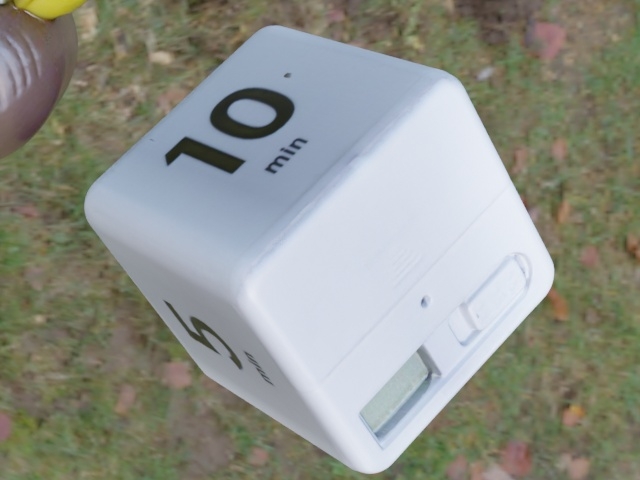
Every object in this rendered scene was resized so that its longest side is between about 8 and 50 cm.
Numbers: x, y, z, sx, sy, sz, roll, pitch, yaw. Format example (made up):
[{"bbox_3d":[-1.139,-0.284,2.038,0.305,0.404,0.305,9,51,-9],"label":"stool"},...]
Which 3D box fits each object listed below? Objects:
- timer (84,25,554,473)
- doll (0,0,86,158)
[{"bbox_3d":[0.000,0.000,0.938,0.192,0.195,0.194,-45,129,-17],"label":"timer"},{"bbox_3d":[-0.171,-0.124,0.799,0.096,0.145,0.188,33,95,-15],"label":"doll"}]
